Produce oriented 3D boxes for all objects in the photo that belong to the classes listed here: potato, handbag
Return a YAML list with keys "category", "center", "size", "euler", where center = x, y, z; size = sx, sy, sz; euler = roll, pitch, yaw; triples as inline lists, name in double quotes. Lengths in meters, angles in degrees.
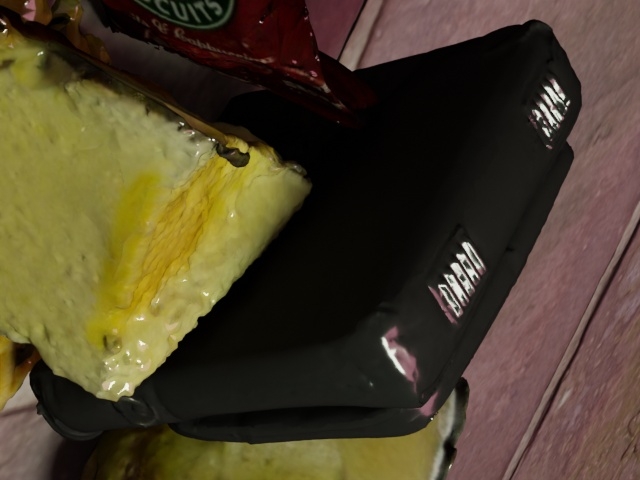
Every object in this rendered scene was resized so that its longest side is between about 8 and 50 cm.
- category: "potato"
  center: [-0.045, 0.147, 1.069]
  size: [0.246, 0.196, 0.300]
  euler: [-52, -168, 37]
- category: "handbag"
  center: [0.000, 0.000, 0.870]
  size: [0.088, 0.244, 0.275]
  euler: [60, 40, -29]

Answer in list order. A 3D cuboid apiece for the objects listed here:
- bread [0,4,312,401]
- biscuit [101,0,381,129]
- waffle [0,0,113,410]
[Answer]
- category: "bread"
  center: [-0.083, -0.045, 0.741]
  size: [0.169, 0.140, 0.160]
  euler: [-49, 161, -34]
- category: "biscuit"
  center: [-0.060, -0.129, 0.775]
  size: [0.063, 0.151, 0.235]
  euler: [-60, 156, -20]
- category: "waffle"
  center: [-0.181, -0.006, 0.815]
  size: [0.245, 0.052, 0.254]
  euler: [-54, 152, -11]
